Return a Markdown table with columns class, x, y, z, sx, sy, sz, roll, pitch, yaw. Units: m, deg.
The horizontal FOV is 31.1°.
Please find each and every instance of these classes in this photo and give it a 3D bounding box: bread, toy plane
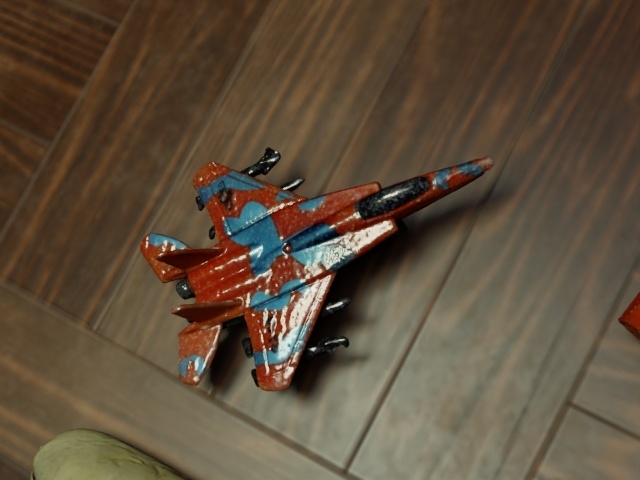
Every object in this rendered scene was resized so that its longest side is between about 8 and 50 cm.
| class | x | y | z | sx | sy | sz | roll | pitch | yaw |
| --- | --- | --- | --- | --- | --- | --- | --- | --- | --- |
| bread | -0.065 | 0.159 | 0.566 | 0.214 | 0.053 | 0.073 | 25 | 87 | 20 |
| toy plane | 0.001 | 0.001 | 0.588 | 0.189 | 0.061 | 0.130 | -21 | 69 | 5 |

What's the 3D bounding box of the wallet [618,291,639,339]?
| class | x | y | z | sx | sy | sz | roll | pitch | yaw |
| --- | --- | --- | --- | --- | --- | --- | --- | --- | --- |
| wallet | 0.253 | -0.001 | 0.522 | 0.142 | 0.045 | 0.204 | 36 | 88 | 20 |
